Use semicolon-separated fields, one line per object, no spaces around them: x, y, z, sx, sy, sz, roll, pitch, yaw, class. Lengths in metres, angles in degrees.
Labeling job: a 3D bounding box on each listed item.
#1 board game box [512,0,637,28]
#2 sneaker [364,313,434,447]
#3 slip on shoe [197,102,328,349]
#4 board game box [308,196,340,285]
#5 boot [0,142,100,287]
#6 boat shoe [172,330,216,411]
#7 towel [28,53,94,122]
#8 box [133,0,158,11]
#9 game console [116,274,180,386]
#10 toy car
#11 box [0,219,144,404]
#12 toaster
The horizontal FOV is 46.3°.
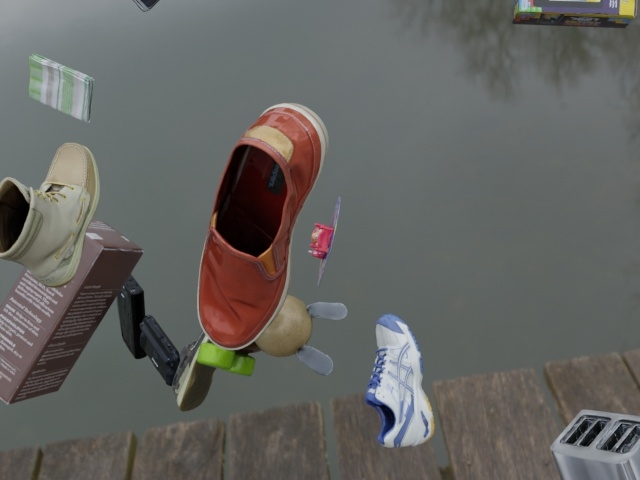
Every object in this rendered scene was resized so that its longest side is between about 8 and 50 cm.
0.313;-0.351;0.917;0.141;0.170;0.048;5;-3;5;board game box
0.157;0.311;1.663;0.130;0.112;0.297;-8;73;-22;sneaker
-0.086;0.001;0.857;0.123;0.331;0.101;31;34;13;slip on shoe
0.000;0.000;1.367;0.033;0.169;0.133;13;48;-3;board game box
-0.372;-0.057;1.007;0.077;0.165;0.213;4;73;9;boot
-0.237;0.228;1.444;0.073;0.224;0.080;40;27;31;boat shoe
-0.566;-0.328;1.626;0.152;0.113;0.023;23;36;6;towel
-0.484;-0.836;1.708;0.297;0.472;0.480;-42;32;6;box
-0.442;0.247;1.916;0.043;0.213;0.361;-15;37;-30;game console
-0.057;0.123;1.069;0.188;0.149;0.155;9;77;20;toy car
-0.557;0.142;1.581;0.143;0.381;0.191;35;4;11;box
0.530;0.398;1.366;0.185;0.110;0.168;-32;14;-34;toaster
